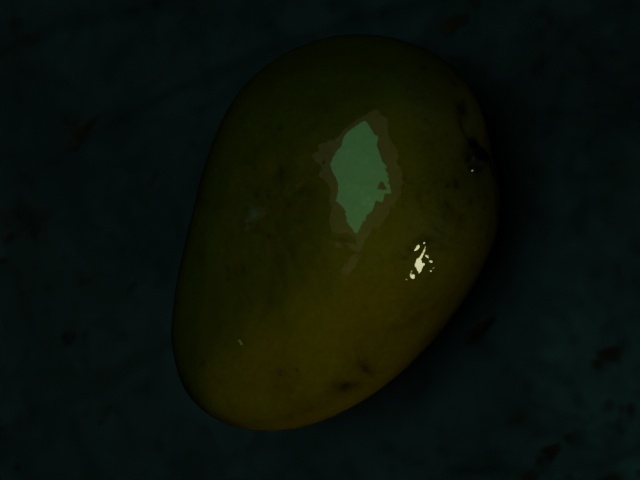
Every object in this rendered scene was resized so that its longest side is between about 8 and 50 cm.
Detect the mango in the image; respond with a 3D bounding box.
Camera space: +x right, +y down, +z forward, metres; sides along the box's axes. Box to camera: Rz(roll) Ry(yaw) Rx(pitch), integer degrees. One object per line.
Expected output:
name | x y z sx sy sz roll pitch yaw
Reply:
mango | 0.000 0.000 0.770 0.137 0.098 0.195 47 116 20
